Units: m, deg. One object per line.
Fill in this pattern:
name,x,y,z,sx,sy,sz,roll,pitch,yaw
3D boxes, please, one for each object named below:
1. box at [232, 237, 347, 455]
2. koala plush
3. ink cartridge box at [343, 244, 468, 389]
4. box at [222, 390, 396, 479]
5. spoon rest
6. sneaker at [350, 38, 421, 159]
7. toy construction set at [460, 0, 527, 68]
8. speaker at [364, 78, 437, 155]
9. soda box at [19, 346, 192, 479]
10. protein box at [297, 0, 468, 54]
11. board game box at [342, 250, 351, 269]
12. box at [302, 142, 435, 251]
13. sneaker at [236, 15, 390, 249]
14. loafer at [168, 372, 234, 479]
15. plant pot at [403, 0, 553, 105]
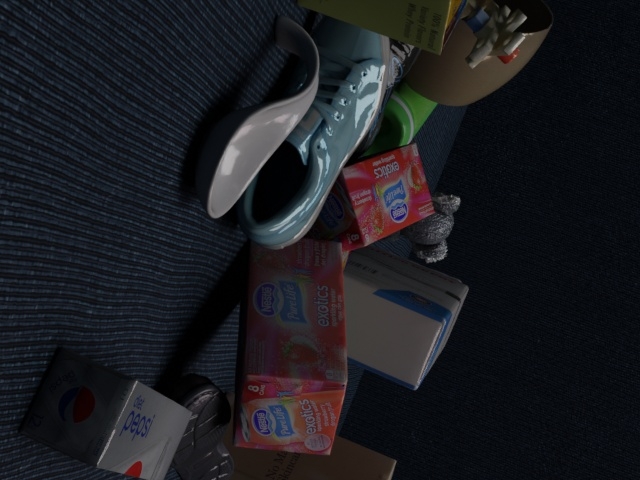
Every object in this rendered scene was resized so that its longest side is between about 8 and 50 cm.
box,-0.044,0.142,1.692,0.300,0.142,0.154,-91,-170,-49
koala plush,0.180,-0.055,2.488,0.203,0.221,0.196,-53,162,-55
ink cartridge box,0.132,0.143,2.458,0.395,0.285,0.166,-27,139,-74
box,-0.047,0.389,1.959,0.121,0.311,0.148,99,15,-48
spoon rest,-0.070,-0.146,1.410,0.137,0.084,0.276,91,22,-62
sneaker,0.076,-0.268,1.795,0.139,0.125,0.340,-43,152,-69
toy construction set,0.175,-0.392,1.646,0.151,0.327,0.215,-38,-169,-23
speaker,0.144,-0.259,2.167,0.296,0.131,0.131,-54,162,-55
soda box,-0.224,0.198,1.286,0.286,0.091,0.098,71,42,-74
protein box,0.092,-0.371,1.456,0.200,0.201,0.136,95,19,-57
board game box,0.013,0.024,2.107,0.193,0.045,0.146,-54,161,-54
box,0.066,-0.065,1.889,0.257,0.123,0.128,-23,98,-56
sneaker,-0.007,-0.157,1.575,0.150,0.135,0.365,9,102,-83
loafer,-0.190,0.269,1.681,0.109,0.095,0.302,-31,150,-20
plant pot,0.236,-0.348,2.054,0.284,0.284,0.191,-54,166,-55
